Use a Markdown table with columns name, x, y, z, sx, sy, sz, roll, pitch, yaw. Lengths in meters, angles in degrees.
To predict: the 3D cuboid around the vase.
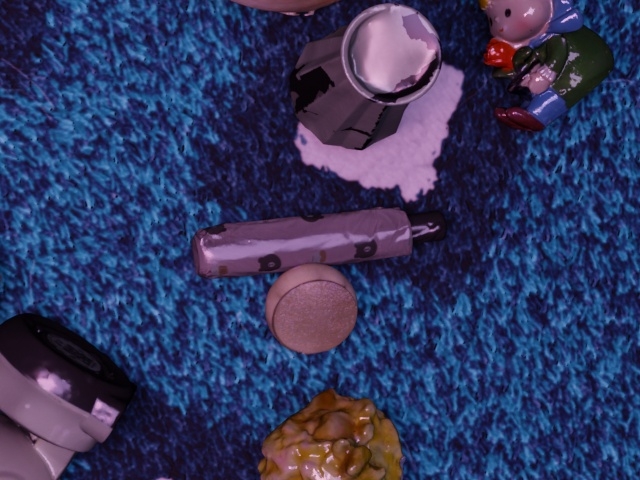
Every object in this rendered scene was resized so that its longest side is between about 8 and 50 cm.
| name | x | y | z | sx | sy | sz | roll | pitch | yaw |
| --- | --- | --- | --- | --- | --- | --- | --- | --- | --- |
| vase | 0.055 | -0.200 | 1.793 | 0.165 | 0.360 | 0.165 | 0 | 89 | -7 |

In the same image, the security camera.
| name | x | y | z | sx | sy | sz | roll | pitch | yaw |
| --- | --- | --- | --- | --- | --- | --- | --- | --- | --- |
| security camera | -0.379 | 0.248 | 1.832 | 0.191 | 0.197 | 0.277 | 33 | 94 | -5 |

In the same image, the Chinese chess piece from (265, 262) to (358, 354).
| name | x | y | z | sx | sy | sz | roll | pitch | yaw |
| --- | --- | --- | --- | --- | --- | --- | --- | --- | --- |
| Chinese chess piece | -0.012 | 0.088 | 1.914 | 0.122 | 0.051 | 0.122 | -6 | 120 | -10 |

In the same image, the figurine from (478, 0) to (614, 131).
| name | x | y | z | sx | sy | sz | roll | pitch | yaw |
| --- | --- | --- | --- | --- | --- | --- | --- | --- | --- |
| figurine | 0.263 | -0.274 | 1.949 | 0.185 | 0.127 | 0.234 | -40 | 104 | 2 |

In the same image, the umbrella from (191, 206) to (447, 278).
| name | x | y | z | sx | sy | sz | roll | pitch | yaw |
| --- | --- | --- | --- | --- | --- | --- | --- | --- | --- |
| umbrella | 0.000 | 0.000 | 1.933 | 0.337 | 0.067 | 0.073 | -6 | 100 | -8 |

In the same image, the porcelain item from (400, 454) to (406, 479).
| name | x | y | z | sx | sy | sz | roll | pitch | yaw |
| --- | --- | --- | --- | --- | --- | --- | --- | --- | --- |
| porcelain item | 0.091 | 0.322 | 1.957 | 0.036 | 0.028 | 0.083 | 14 | 89 | -9 |

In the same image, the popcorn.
| name | x | y | z | sx | sy | sz | roll | pitch | yaw |
| --- | --- | --- | --- | --- | --- | --- | --- | --- | --- |
| popcorn | 0.015 | 0.286 | 1.873 | 0.187 | 0.185 | 0.167 | -43 | 81 | 17 |

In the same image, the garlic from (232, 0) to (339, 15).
| name | x | y | z | sx | sy | sz | roll | pitch | yaw |
| --- | --- | --- | --- | --- | --- | --- | --- | --- | --- |
| garlic | -0.011 | -0.436 | 1.869 | 0.313 | 0.249 | 0.286 | -16 | 108 | 13 |
